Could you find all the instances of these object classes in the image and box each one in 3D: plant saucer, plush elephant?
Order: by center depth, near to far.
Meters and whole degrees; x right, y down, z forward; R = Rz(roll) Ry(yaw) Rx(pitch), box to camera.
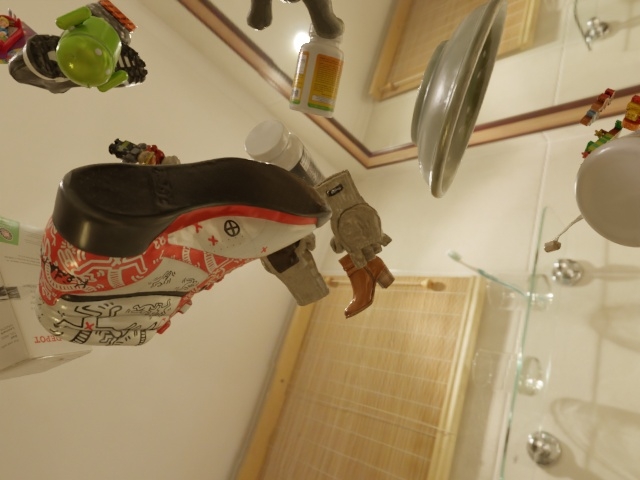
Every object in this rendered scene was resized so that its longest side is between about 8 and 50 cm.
[{"bbox_3d":[0.269,-0.290,0.935,0.400,0.100,0.401,-56,-22,-36],"label":"plant saucer"},{"bbox_3d":[-0.060,-0.719,1.142,0.330,0.271,0.255,72,-147,-52],"label":"plush elephant"}]

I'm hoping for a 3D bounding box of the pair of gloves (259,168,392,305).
[{"bbox_3d":[0.000,0.000,0.871,0.240,0.042,0.204,-34,-64,8],"label":"pair of gloves"}]

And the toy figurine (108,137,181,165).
[{"bbox_3d":[-0.529,-0.183,1.341,0.209,0.148,0.213,-26,-41,-83],"label":"toy figurine"}]

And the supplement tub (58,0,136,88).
[{"bbox_3d":[-0.527,-0.462,1.058,0.190,0.117,0.117,-48,-56,3],"label":"supplement tub"}]

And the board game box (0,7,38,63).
[{"bbox_3d":[-0.548,-0.355,0.769,0.133,0.168,0.033,-33,-27,-40],"label":"board game box"}]

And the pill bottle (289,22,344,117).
[{"bbox_3d":[-0.005,-0.495,1.332,0.136,0.136,0.246,-2,-70,-43],"label":"pill bottle"}]

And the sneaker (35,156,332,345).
[{"bbox_3d":[-0.110,0.008,0.413,0.090,0.145,0.270,46,-150,22],"label":"sneaker"}]

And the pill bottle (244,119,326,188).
[{"bbox_3d":[-0.135,-0.297,1.817,0.363,0.210,0.210,48,-124,-50],"label":"pill bottle"}]

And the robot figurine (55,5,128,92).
[{"bbox_3d":[-0.299,-0.245,0.589,0.101,0.067,0.115,75,-176,-47],"label":"robot figurine"}]

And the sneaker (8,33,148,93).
[{"bbox_3d":[-0.394,-0.284,0.742,0.234,0.106,0.078,-36,-64,-61],"label":"sneaker"}]

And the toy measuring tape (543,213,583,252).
[{"bbox_3d":[0.671,-0.044,1.064,0.330,0.121,0.121,-37,-66,-14],"label":"toy measuring tape"}]

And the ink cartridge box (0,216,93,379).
[{"bbox_3d":[-0.445,0.085,0.661,0.092,0.160,0.219,-25,-100,-2],"label":"ink cartridge box"}]

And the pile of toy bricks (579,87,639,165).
[{"bbox_3d":[0.567,-0.190,0.918,0.105,0.118,0.212,-39,-36,-14],"label":"pile of toy bricks"}]

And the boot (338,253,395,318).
[{"bbox_3d":[0.101,0.113,1.298,0.197,0.073,0.152,-42,-90,-21],"label":"boot"}]

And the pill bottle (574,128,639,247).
[{"bbox_3d":[0.514,-0.101,0.653,0.264,0.153,0.153,-22,-77,-23],"label":"pill bottle"}]
